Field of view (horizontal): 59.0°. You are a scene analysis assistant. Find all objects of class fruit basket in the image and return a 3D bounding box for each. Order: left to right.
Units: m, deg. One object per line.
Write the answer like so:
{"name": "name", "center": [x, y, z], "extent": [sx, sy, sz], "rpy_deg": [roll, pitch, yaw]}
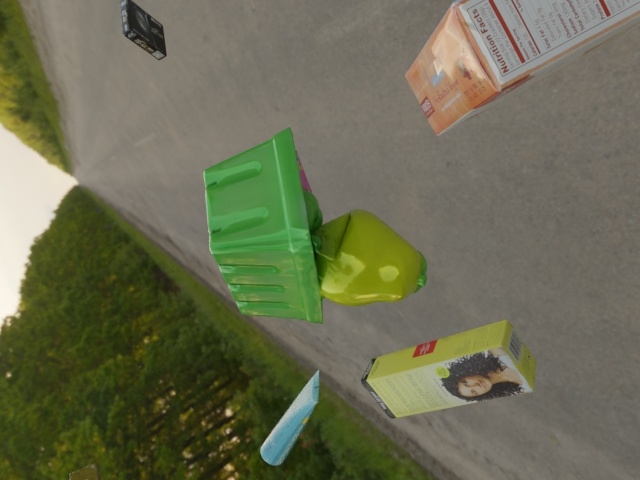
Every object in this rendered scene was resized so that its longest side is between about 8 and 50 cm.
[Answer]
{"name": "fruit basket", "center": [0.000, 0.000, 1.044], "extent": [0.392, 0.392, 0.282], "rpy_deg": [88, 173, -61]}

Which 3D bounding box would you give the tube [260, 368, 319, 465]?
{"name": "tube", "center": [-0.049, 0.335, 1.049], "extent": [0.080, 0.052, 0.207], "rpy_deg": [-95, 30, -57]}

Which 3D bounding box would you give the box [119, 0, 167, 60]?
{"name": "box", "center": [-0.288, -0.343, 0.920], "extent": [0.083, 0.018, 0.067], "rpy_deg": [27, -133, -59]}

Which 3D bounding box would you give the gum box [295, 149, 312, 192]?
{"name": "gum box", "center": [-0.120, -0.133, 1.352], "extent": [0.188, 0.062, 0.107], "rpy_deg": [-15, 98, 43]}

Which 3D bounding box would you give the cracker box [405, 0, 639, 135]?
{"name": "cracker box", "center": [0.190, -0.171, 0.421], "extent": [0.067, 0.232, 0.156], "rpy_deg": [62, 179, -2]}

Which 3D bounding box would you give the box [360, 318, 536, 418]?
{"name": "box", "center": [0.174, 0.186, 0.795], "extent": [0.232, 0.058, 0.087], "rpy_deg": [-27, 108, 38]}

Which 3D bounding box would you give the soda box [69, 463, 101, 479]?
{"name": "soda box", "center": [-0.521, 0.601, 1.277], "extent": [0.181, 0.061, 0.058], "rpy_deg": [46, 147, 51]}
